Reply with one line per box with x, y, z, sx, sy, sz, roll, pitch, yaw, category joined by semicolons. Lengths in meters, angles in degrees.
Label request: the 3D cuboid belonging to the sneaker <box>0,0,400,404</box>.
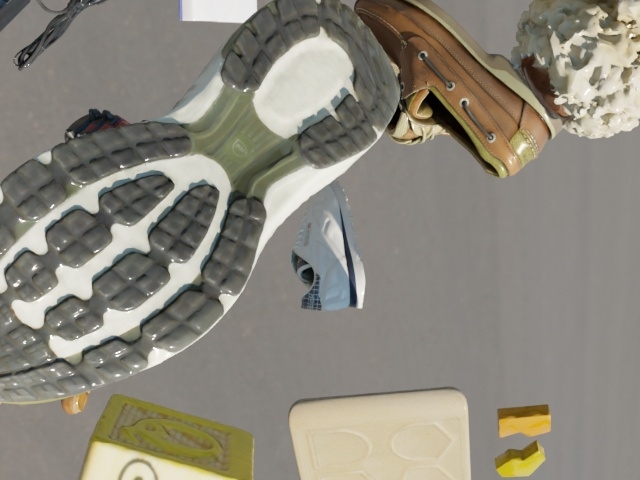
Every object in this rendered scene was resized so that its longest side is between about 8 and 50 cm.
-0.111;-0.015;0.790;0.410;0.158;0.182;-40;-179;-33;sneaker

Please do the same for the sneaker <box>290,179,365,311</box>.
0.000;0.000;1.555;0.090;0.095;0.235;88;-8;-47;sneaker

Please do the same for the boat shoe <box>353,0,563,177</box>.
0.129;-0.186;1.225;0.104;0.307;0.111;-46;147;-4;boat shoe

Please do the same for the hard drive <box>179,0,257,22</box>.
-0.181;-0.548;1.915;0.210;0.040;0.319;-18;110;-61;hard drive

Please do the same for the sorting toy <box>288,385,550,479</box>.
0.125;0.265;1.337;0.041;0.307;0.229;-90;174;-52;sorting toy

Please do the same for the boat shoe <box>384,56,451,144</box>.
0.122;-0.184;1.459;0.122;0.324;0.120;130;-22;-64;boat shoe

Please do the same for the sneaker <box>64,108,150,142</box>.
-0.283;-0.121;1.706;0.097;0.276;0.135;-47;134;-29;sneaker

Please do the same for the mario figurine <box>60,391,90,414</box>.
-0.552;0.230;1.796;0.170;0.320;0.198;19;73;-75;mario figurine

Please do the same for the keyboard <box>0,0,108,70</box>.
-0.349;-0.303;1.258;0.317;0.033;0.201;-52;140;-19;keyboard

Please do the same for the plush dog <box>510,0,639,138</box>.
0.228;-0.202;0.611;0.210;0.225;0.262;-17;100;-24;plush dog

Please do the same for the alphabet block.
-0.194;0.318;1.274;0.193;0.192;0.197;-121;-131;-81;alphabet block

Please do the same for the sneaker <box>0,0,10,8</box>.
-0.380;-0.257;1.000;0.100;0.271;0.108;52;39;-53;sneaker
